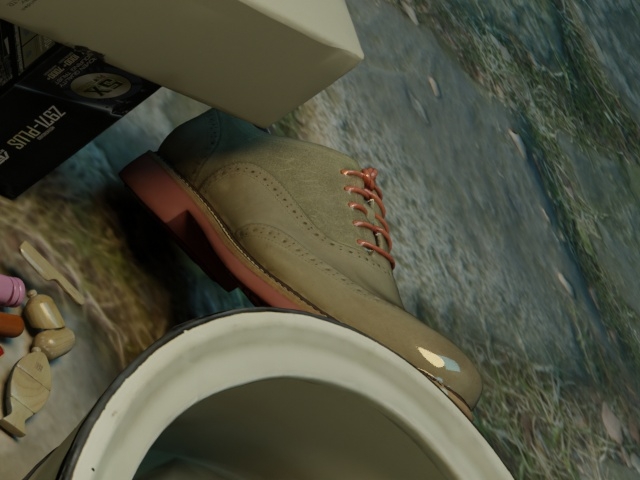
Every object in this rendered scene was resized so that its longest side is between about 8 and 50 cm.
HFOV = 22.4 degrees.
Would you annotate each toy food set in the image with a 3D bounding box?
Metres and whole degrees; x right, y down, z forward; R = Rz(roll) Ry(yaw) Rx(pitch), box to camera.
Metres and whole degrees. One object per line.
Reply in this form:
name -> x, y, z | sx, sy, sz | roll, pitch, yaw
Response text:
toy food set -> -0.189, 0.058, 0.983 | 0.078, 0.019, 0.122 | 47, 35, -18

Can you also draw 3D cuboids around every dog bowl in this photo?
dog bowl -> -0.023, 0.249, 0.835 | 0.408, 0.150, 0.408 | 29, 46, -36

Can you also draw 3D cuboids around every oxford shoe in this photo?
oxford shoe -> 0.000, 0.000, 1.077 | 0.348, 0.130, 0.123 | 39, -9, 38

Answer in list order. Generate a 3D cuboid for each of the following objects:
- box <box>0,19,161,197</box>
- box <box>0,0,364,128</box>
box -> -0.189, -0.145, 1.066 | 0.077, 0.147, 0.180 | 29, 36, -44
box -> -0.100, -0.166, 0.966 | 0.275, 0.094, 0.113 | 21, 43, -50
